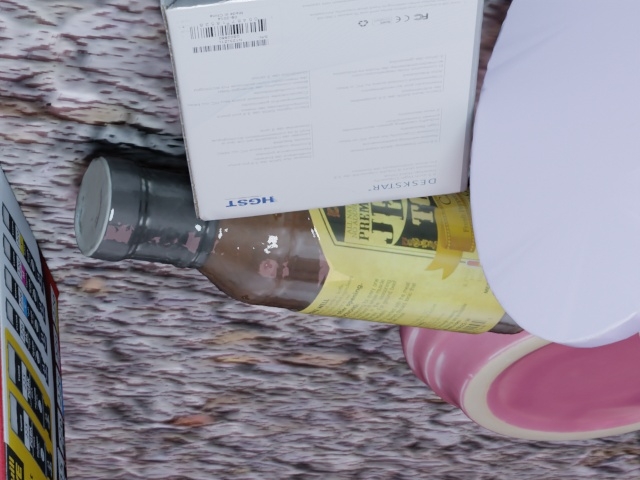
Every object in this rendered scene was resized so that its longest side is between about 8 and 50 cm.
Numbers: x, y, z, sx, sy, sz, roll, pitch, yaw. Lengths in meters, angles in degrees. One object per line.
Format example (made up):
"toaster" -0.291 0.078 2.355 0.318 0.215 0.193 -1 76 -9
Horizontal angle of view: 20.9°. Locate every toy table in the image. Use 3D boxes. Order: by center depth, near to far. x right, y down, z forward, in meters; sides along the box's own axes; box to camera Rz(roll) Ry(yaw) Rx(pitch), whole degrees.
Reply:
"toy table" 0.211 -0.061 1.041 0.252 0.274 0.161 26 -175 40

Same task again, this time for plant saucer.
"plant saucer" 0.235 0.082 1.457 0.332 0.084 0.332 -7 150 -4

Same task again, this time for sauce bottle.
"sauce bottle" 0.000 0.000 1.226 0.344 0.111 0.111 7 147 -27

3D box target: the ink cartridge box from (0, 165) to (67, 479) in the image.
"ink cartridge box" -0.257 0.115 1.162 0.130 0.309 0.272 -9 151 1

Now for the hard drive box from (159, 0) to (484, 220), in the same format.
"hard drive box" 0.000 -0.113 1.050 0.181 0.089 0.232 -6 150 -3
